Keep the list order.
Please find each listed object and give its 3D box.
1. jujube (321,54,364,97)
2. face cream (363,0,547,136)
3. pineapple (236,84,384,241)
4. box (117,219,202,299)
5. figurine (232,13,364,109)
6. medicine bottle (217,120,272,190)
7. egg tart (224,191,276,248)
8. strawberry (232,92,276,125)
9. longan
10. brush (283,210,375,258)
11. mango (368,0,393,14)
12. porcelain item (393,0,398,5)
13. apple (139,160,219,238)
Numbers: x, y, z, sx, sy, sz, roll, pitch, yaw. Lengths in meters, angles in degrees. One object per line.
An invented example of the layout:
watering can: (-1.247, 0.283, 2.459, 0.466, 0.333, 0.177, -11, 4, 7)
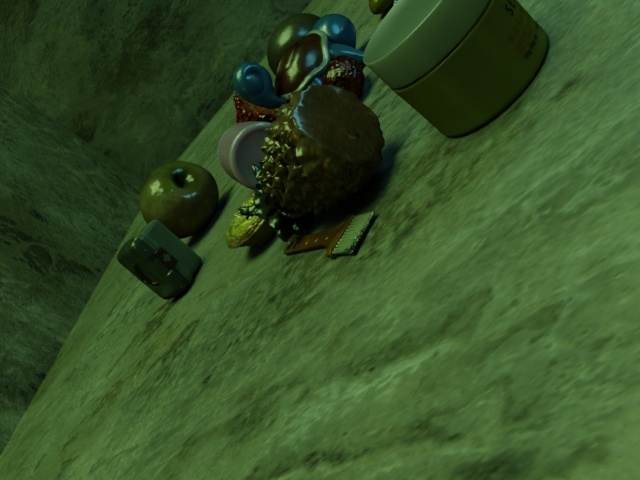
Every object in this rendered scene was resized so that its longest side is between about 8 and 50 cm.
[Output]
jujube: (0.056, -0.402, 1.572, 0.112, 0.109, 0.176, -40, 19, 20)
face cream: (0.203, -0.296, 0.963, 0.218, 0.179, 0.218, -44, 22, 23)
pineapple: (-0.043, -0.119, 1.212, 0.357, 0.223, 0.222, -46, 19, 46)
box: (-0.458, 0.057, 1.802, 0.148, 0.210, 0.129, -30, 23, 45)
figurine: (-0.037, -0.457, 1.775, 0.416, 0.243, 0.298, -39, 4, -24)
medicine bottle: (-0.180, -0.234, 1.712, 0.178, 0.178, 0.291, -54, 19, -2)
egg tart: (-0.145, -0.047, 1.473, 0.191, 0.074, 0.191, -43, 23, 23)
strawberry: (-0.168, -0.366, 1.977, 0.234, 0.234, 0.178, -84, 6, -55)
longan: (-0.063, -0.592, 1.996, 0.248, 0.248, 0.248, -44, 22, 23)
brush: (0.000, 0.000, 1.165, 0.090, 0.017, 0.314, -57, 20, -20)
mango: (0.193, -0.751, 1.887, 0.111, 0.090, 0.163, -49, 27, 46)
porcelain item: (0.221, -0.660, 1.757, 0.036, 0.028, 0.083, -24, 29, 22)
apple: (-0.466, -0.127, 2.093, 0.233, 0.257, 0.256, 104, -178, -45)
